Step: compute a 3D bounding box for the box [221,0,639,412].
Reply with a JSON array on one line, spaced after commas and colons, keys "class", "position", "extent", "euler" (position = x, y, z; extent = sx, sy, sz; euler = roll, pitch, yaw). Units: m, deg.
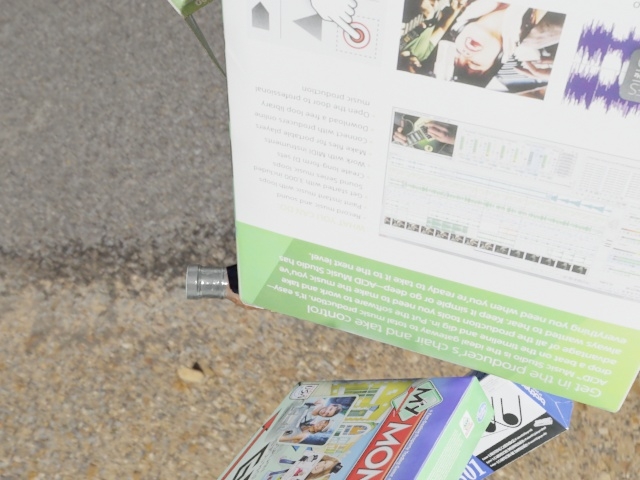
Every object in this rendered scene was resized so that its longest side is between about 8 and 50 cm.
[{"class": "box", "position": [0.069, -0.063, 0.361], "extent": [0.232, 0.322, 0.058], "euler": [15, 44, 13]}]

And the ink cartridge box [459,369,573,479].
[{"class": "ink cartridge box", "position": [0.171, 0.210, 0.865], "extent": [0.097, 0.207, 0.046], "euler": [40, 40, -1]}]

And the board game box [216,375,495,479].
[{"class": "board game box", "position": [-0.018, 0.229, 0.618], "extent": [0.213, 0.046, 0.317], "euler": [-12, 24, 42]}]

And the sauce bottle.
[{"class": "sauce bottle", "position": [-0.033, 0.032, 0.568], "extent": [0.128, 0.042, 0.042], "euler": [3, 61, -8]}]

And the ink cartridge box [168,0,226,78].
[{"class": "ink cartridge box", "position": [-0.141, -0.275, 0.714], "extent": [0.056, 0.235, 0.171], "euler": [-31, 69, 7]}]

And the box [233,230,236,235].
[{"class": "box", "position": [0.000, 0.000, 1.450], "extent": [0.323, 0.063, 0.067], "euler": [17, 106, 10]}]
